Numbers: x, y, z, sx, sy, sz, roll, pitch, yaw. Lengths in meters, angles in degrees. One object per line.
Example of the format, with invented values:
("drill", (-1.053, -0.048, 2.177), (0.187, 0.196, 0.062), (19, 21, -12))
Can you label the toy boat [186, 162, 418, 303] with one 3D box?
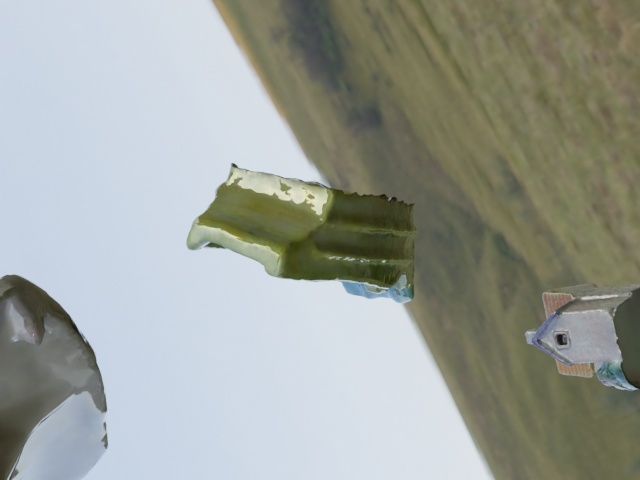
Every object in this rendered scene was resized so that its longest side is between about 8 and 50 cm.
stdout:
("toy boat", (0.002, -0.006, 0.994), (0.276, 0.111, 0.084), (17, -92, -65))

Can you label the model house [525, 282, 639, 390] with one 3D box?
("model house", (0.244, 0.091, 1.198), (0.100, 0.100, 0.088), (-22, -77, -56))

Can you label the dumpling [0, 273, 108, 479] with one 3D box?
("dumpling", (-0.190, 0.140, 0.518), (0.204, 0.293, 0.163), (40, -170, -36))
